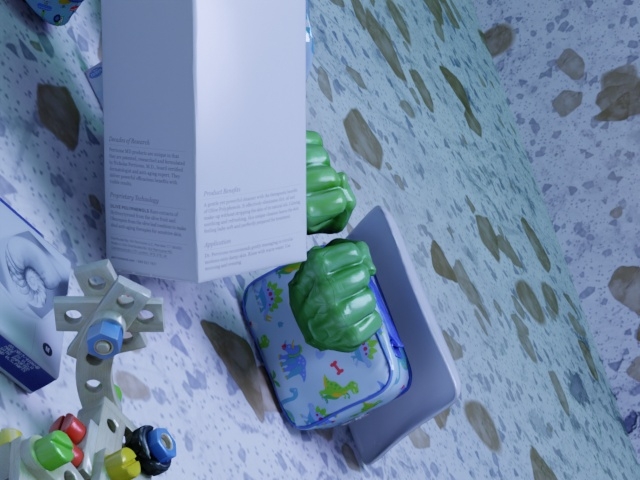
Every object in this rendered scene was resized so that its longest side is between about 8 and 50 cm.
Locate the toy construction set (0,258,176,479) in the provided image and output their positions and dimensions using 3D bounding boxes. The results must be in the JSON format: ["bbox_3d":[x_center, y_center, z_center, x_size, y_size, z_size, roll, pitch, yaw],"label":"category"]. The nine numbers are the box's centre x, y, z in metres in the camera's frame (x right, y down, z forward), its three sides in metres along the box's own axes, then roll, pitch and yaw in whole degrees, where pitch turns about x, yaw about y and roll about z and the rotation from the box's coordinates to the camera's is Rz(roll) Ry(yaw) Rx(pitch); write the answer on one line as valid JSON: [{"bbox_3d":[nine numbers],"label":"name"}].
[{"bbox_3d":[-0.220,0.182,1.315,0.215,0.151,0.327,50,36,-28],"label":"toy construction set"}]

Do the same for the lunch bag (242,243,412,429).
[{"bbox_3d":[0.012,0.124,1.909,0.090,0.176,0.219,15,49,-64],"label":"lunch bag"}]

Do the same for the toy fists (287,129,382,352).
[{"bbox_3d":[0.000,0.000,1.794,0.142,0.096,0.279,133,-58,-76],"label":"toy fists"}]

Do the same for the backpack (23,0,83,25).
[{"bbox_3d":[-0.328,-0.354,1.788,0.173,0.117,0.158,53,21,-26],"label":"backpack"}]

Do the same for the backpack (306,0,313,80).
[{"bbox_3d":[-0.131,-0.321,2.018,0.273,0.290,0.355,17,45,-7],"label":"backpack"}]

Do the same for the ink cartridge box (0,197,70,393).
[{"bbox_3d":[-0.327,0.001,1.423,0.223,0.045,0.224,46,25,-38],"label":"ink cartridge box"}]

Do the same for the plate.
[{"bbox_3d":[0.083,0.128,1.981,0.045,0.278,0.277,-10,69,-30],"label":"plate"}]

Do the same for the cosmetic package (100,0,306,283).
[{"bbox_3d":[-0.126,-0.149,1.662,0.197,0.155,0.365,-9,102,-50],"label":"cosmetic package"}]

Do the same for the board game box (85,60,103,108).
[{"bbox_3d":[-0.235,-0.191,1.839,0.090,0.090,0.020,64,21,3],"label":"board game box"}]
